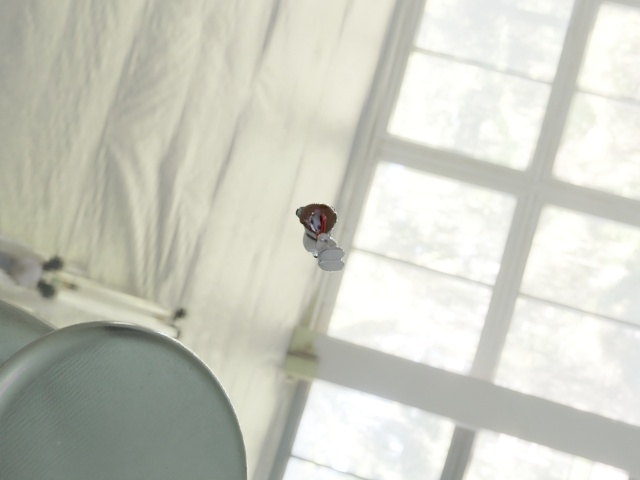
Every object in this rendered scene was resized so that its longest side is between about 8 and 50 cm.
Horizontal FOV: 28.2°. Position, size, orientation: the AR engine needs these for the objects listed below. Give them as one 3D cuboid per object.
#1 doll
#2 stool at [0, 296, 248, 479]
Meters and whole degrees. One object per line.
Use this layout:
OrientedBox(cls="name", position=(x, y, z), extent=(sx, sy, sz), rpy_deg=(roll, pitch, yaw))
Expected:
OrientedBox(cls="doll", position=(0.000, -0.005, 1.222), extent=(0.085, 0.040, 0.058), rpy_deg=(-130, 36, -76))
OrientedBox(cls="stool", position=(-0.173, 0.147, 0.795), extent=(0.195, 0.199, 0.195), rpy_deg=(46, -118, -27))
